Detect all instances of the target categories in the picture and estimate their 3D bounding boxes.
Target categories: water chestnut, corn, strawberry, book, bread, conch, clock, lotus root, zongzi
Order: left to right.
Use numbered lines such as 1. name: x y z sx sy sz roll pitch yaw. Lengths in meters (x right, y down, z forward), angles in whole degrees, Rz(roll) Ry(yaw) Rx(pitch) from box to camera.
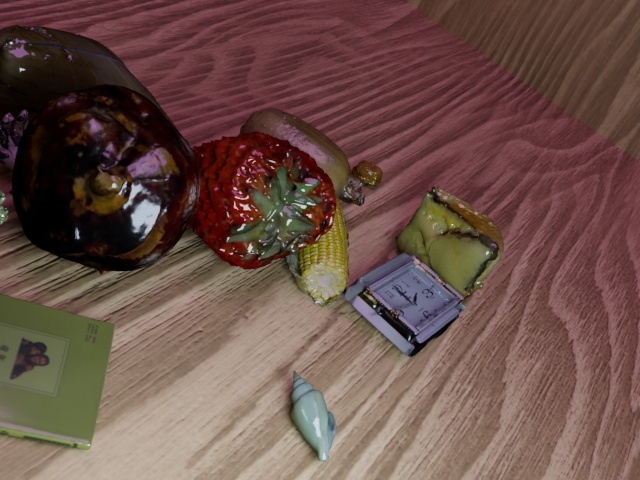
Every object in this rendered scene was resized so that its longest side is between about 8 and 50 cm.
1. book: -0.495 0.175 1.145 0.352 0.035 0.239 18 37 -18
2. zongzi: -0.472 -0.281 1.594 0.393 0.174 0.356 41 17 6
3. water chestnut: -0.372 -0.103 1.393 0.335 0.335 0.347 35 4 8
4. strawberry: -0.149 -0.085 1.559 0.312 0.267 0.351 9 5 -42
5. lotus root: -0.038 -0.188 1.835 0.343 0.151 0.169 33 51 8
6. conch: -0.015 0.300 1.322 0.065 0.088 0.180 -23 55 2
7. corn: -0.002 0.003 1.671 0.305 0.122 0.123 -93 160 -49
8. bread: 0.127 -0.178 2.050 0.083 0.046 0.081 5 36 -29
9. clock: 0.180 0.135 1.649 0.186 0.083 0.253 42 35 19
10. bread: 0.309 0.021 1.802 0.163 0.204 0.262 12 33 -44

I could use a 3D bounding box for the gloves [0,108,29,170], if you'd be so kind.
1. gloves: -0.555 -0.179 1.500 0.212 0.111 0.127 -16 73 -50

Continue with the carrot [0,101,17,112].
1. carrot: -0.703 -0.363 1.662 0.067 0.067 0.225 -4 48 -39

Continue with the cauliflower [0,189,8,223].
1. cauliflower: -0.616 -0.086 1.247 0.275 0.272 0.250 61 12 18
